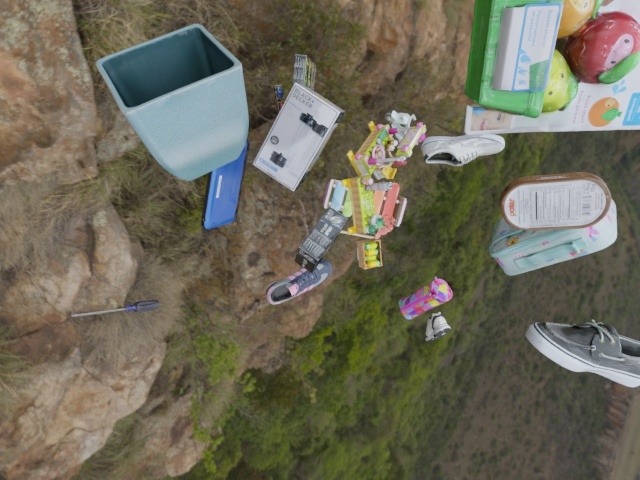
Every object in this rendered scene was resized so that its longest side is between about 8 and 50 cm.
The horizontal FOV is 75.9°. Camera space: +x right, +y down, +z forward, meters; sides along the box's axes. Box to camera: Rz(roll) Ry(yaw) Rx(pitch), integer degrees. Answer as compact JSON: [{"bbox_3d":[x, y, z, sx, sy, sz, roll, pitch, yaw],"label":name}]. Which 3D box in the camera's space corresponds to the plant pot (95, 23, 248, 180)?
[{"bbox_3d":[-0.305,-0.290,0.940,0.247,0.248,0.252,-30,145,-14],"label":"plant pot"}]

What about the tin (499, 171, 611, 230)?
[{"bbox_3d":[0.449,-0.074,0.795,0.040,0.189,0.106,-38,122,-61],"label":"tin"}]

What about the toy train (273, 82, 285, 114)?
[{"bbox_3d":[-0.133,-0.452,1.395,0.027,0.036,0.159,-15,105,-22],"label":"toy train"}]

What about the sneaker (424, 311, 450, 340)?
[{"bbox_3d":[0.243,0.182,0.866,0.040,0.044,0.109,-14,153,-11],"label":"sneaker"}]

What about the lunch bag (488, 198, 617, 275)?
[{"bbox_3d":[0.564,-0.032,1.008,0.108,0.279,0.224,50,47,-8],"label":"lunch bag"}]

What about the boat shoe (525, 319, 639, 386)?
[{"bbox_3d":[0.651,0.244,0.979,0.334,0.121,0.119,18,117,-13],"label":"boat shoe"}]

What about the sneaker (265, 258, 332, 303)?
[{"bbox_3d":[-0.087,0.188,1.756,0.318,0.131,0.112,-29,101,2],"label":"sneaker"}]

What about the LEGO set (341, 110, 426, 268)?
[{"bbox_3d":[0.116,-0.095,0.683,0.132,0.107,0.287,29,72,-44],"label":"LEGO set"}]

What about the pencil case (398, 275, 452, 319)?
[{"bbox_3d":[0.404,0.230,1.605,0.104,0.236,0.105,14,55,-21],"label":"pencil case"}]

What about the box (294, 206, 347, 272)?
[{"bbox_3d":[0.000,0.000,1.359,0.180,0.077,0.147,-54,176,-23],"label":"box"}]

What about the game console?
[{"bbox_3d":[-0.356,-0.216,1.392,0.250,0.173,0.294,-27,134,-63],"label":"game console"}]

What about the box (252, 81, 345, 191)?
[{"bbox_3d":[-0.071,-0.324,1.295,0.290,0.169,0.087,-56,179,22],"label":"box"}]

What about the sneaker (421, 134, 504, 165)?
[{"bbox_3d":[0.458,-0.283,1.326,0.094,0.257,0.092,61,32,-61],"label":"sneaker"}]

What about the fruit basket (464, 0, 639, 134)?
[{"bbox_3d":[0.453,-0.351,0.729,0.165,0.352,0.328,-72,163,-60],"label":"fruit basket"}]

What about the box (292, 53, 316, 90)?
[{"bbox_3d":[-0.058,-0.515,1.401,0.184,0.045,0.191,-50,148,-72],"label":"box"}]

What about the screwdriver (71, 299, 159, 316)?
[{"bbox_3d":[-0.398,0.134,0.806,0.169,0.025,0.024,3,113,-49],"label":"screwdriver"}]

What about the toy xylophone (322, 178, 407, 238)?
[{"bbox_3d":[0.167,-0.120,1.607,0.081,0.321,0.237,-92,-172,-79],"label":"toy xylophone"}]
